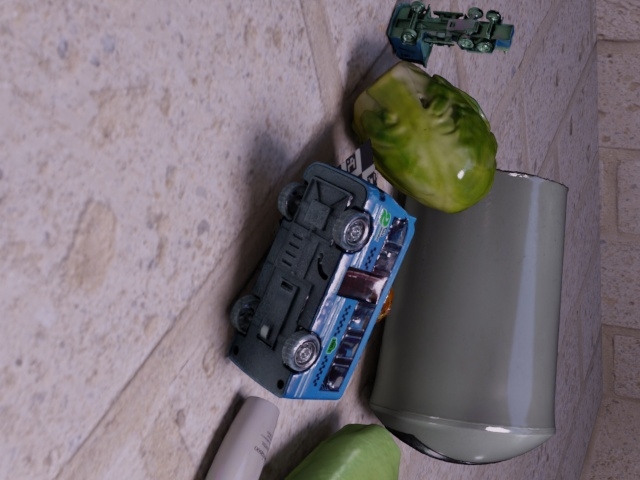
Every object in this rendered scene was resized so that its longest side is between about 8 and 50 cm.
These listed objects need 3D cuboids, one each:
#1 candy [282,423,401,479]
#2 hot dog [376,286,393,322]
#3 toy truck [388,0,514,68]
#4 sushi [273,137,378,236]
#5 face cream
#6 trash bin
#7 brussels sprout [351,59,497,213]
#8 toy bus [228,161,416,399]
[{"bbox_3d":[-0.004,0.340,1.148,0.343,0.131,0.142,-26,100,-62],"label":"candy"},{"bbox_3d":[0.036,0.120,1.155,0.108,0.059,0.191,-52,173,-40],"label":"hot dog"},{"bbox_3d":[0.190,-0.290,1.315,0.081,0.175,0.067,61,43,-60],"label":"toy truck"},{"bbox_3d":[0.000,0.000,1.145,0.215,0.050,0.192,-44,136,-40],"label":"sushi"},{"bbox_3d":[-0.097,0.263,1.017,0.072,0.051,0.182,67,40,-52],"label":"face cream"},{"bbox_3d":[0.230,0.120,1.393,0.280,0.280,0.432,17,79,-64],"label":"trash bin"},{"bbox_3d":[0.141,-0.130,1.228,0.161,0.223,0.223,-50,169,30],"label":"brussels sprout"},{"bbox_3d":[0.004,0.048,1.011,0.134,0.113,0.246,18,97,-45],"label":"toy bus"}]
